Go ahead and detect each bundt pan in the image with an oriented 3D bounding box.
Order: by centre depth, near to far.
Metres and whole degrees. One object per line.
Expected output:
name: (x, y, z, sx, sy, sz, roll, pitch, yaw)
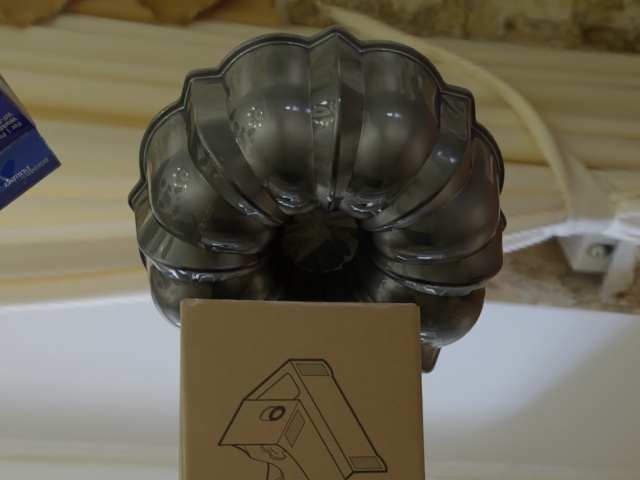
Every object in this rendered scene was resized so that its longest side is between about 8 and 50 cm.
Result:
bundt pan: (0.000, 0.000, 0.903, 0.124, 0.330, 0.331, -93, 13, -63)

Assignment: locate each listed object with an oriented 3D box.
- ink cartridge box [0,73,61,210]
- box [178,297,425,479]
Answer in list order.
ink cartridge box: (-0.394, -0.154, 0.999, 0.333, 0.165, 0.065, 52, 178, 13)
box: (-0.011, 0.140, 0.718, 0.021, 0.164, 0.201, 140, 130, -70)
